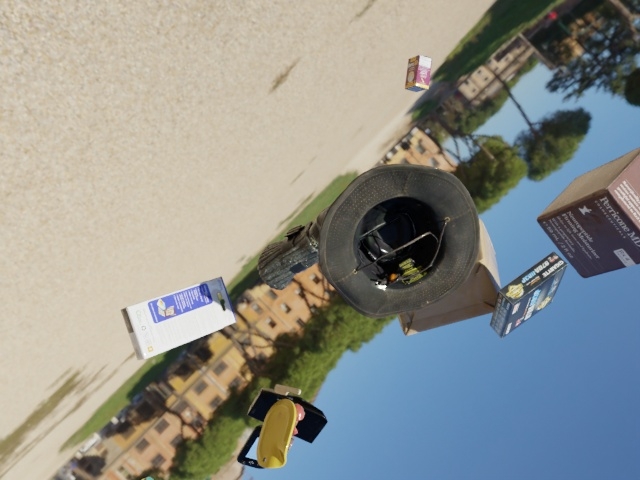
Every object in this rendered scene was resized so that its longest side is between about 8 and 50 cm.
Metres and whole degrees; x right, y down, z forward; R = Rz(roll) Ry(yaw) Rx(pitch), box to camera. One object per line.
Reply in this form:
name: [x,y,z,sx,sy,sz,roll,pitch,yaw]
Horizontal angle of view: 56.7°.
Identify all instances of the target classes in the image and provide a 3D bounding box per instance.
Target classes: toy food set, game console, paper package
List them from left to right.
game console: [-0.136,0.583,1.777,0.361,0.213,0.044,-61,-174,34]
toy food set: [-0.089,0.494,1.554,0.128,0.071,0.217,-16,-131,47]
paper package: [0.367,0.102,1.776,0.310,0.168,0.325,-20,-161,19]

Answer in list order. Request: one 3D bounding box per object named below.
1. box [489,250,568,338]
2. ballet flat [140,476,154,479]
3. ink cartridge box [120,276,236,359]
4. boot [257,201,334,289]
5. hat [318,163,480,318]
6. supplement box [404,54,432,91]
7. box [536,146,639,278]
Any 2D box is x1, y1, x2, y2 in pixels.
box: [0.515,0.140,1.479,0.175,0.051,0.220,-33,150,-11]
ballet flat: [-0.435,0.751,1.604,0.077,0.231,0.077,-44,153,-8]
ink cartridge box: [-0.466,0.254,1.990,0.371,0.175,0.069,-18,179,-41]
boot: [-0.003,-0.003,1.598,0.260,0.131,0.348,-38,172,28]
hat: [0.136,-0.019,1.116,0.331,0.331,0.134,-44,-149,14]
supplement box: [0.259,-0.442,1.570,0.055,0.043,0.083,6,-92,65]
box: [0.586,-0.053,1.179,0.167,0.168,0.203,-39,180,-24]
